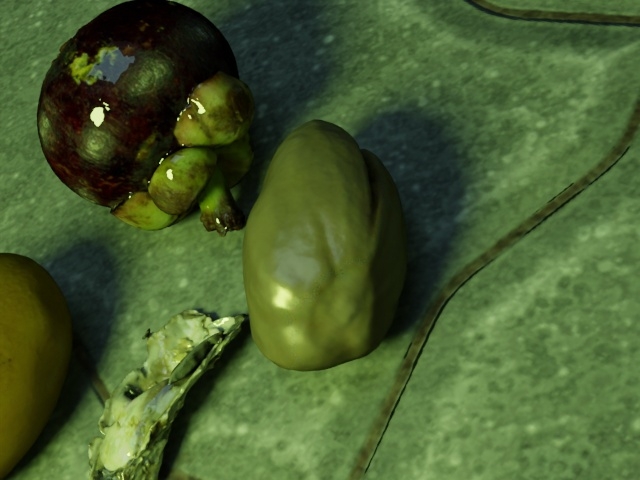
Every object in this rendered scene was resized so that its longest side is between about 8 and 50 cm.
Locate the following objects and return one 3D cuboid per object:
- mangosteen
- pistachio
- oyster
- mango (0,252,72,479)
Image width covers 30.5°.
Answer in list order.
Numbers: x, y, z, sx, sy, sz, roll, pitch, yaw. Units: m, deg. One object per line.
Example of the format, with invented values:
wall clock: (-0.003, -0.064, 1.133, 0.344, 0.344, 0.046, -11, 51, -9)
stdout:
mangosteen: (-0.135, -0.096, 1.010, 0.217, 0.192, 0.192, 44, 78, 3)
pistachio: (0.000, 0.000, 0.891, 0.136, 0.136, 0.226, -13, 44, 17)
oyster: (-0.124, 0.127, 0.908, 0.200, 0.061, 0.106, -48, 31, -17)
mango: (-0.303, 0.122, 0.926, 0.254, 0.139, 0.175, -34, 75, -15)
